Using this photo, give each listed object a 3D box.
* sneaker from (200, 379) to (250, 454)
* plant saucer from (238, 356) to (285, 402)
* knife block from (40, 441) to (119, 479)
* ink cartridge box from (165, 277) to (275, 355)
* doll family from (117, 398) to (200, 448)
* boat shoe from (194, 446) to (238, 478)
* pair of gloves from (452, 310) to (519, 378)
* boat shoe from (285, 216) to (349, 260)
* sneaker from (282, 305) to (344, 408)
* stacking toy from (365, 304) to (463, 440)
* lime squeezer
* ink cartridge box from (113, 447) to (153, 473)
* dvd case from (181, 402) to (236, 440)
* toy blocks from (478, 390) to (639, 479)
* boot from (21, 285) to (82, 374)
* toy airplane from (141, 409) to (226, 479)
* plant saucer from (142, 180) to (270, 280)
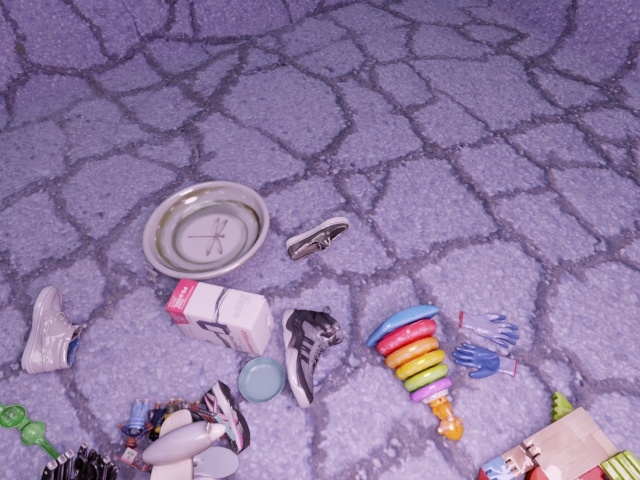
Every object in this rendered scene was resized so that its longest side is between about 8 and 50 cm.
[{"bbox_3d":[-0.232,0.434,0.994,0.077,0.072,0.178,-37,53,-1],"label":"sneaker"},{"bbox_3d":[-0.149,0.360,1.061,0.120,0.021,0.119,-2,51,3],"label":"plant saucer"},{"bbox_3d":[-0.509,0.552,0.803,0.088,0.242,0.275,20,57,20],"label":"knife block"},{"bbox_3d":[-0.258,0.205,1.096,0.237,0.172,0.100,11,54,13],"label":"ink cartridge box"},{"bbox_3d":[-0.381,0.441,0.990,0.193,0.076,0.111,-4,56,8],"label":"doll family"},{"bbox_3d":[-0.284,0.510,0.934,0.184,0.083,0.065,8,53,-24],"label":"boat shoe"},{"bbox_3d":[0.433,0.273,1.079,0.159,0.023,0.198,12,53,16],"label":"pair of gloves"},{"bbox_3d":[0.000,0.000,1.299,0.219,0.077,0.070,-26,53,-5],"label":"boat shoe"},{"bbox_3d":[-0.011,0.282,1.057,0.153,0.101,0.268,-11,49,0],"label":"sneaker"},{"bbox_3d":[0.252,0.323,0.990,0.175,0.165,0.301,-15,63,-21],"label":"stacking toy"},{"bbox_3d":[-0.720,0.444,1.002,0.310,0.110,0.059,42,43,-3],"label":"lime squeezer"},{"bbox_3d":[-0.405,0.490,0.922,0.063,0.115,0.029,16,56,16],"label":"ink cartridge box"},{"bbox_3d":[-0.253,0.407,0.931,0.120,0.087,0.013,-3,35,36],"label":"dvd case"},{"bbox_3d":[0.495,0.528,0.799,0.261,0.190,0.381,-29,54,-3],"label":"toy blocks"},{"bbox_3d":[-0.736,0.245,1.169,0.124,0.095,0.258,-5,60,-6],"label":"boot"},{"bbox_3d":[-0.244,0.506,0.713,0.386,0.272,0.384,29,30,20],"label":"toy airplane"},{"bbox_3d":[-0.355,-0.021,1.327,0.401,0.100,0.400,-2,51,3],"label":"plant saucer"}]
